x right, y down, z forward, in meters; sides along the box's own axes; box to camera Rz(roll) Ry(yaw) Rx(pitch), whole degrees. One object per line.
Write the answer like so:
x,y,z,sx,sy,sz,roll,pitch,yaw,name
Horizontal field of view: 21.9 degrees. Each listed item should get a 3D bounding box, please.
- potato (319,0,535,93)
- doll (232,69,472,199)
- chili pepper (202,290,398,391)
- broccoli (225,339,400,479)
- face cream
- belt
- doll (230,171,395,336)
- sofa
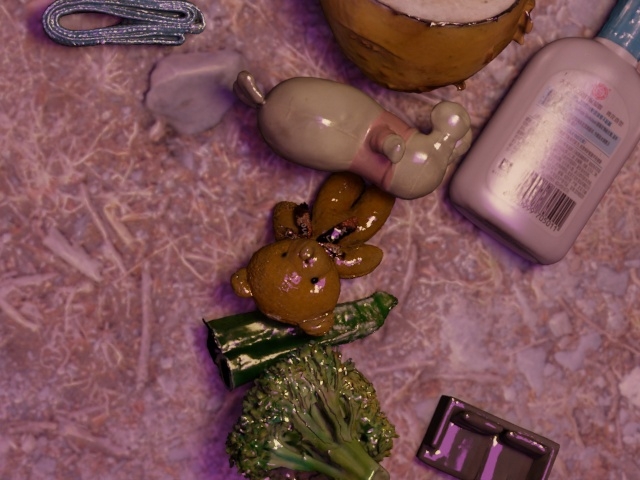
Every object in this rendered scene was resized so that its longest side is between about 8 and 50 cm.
0.095,-0.300,1.829,0.246,0.196,0.300,-13,64,-15,potato
0.032,-0.114,1.818,0.275,0.155,0.113,11,86,-3,doll
-0.015,0.096,1.865,0.226,0.059,0.088,-17,72,-17,chili pepper
0.007,0.232,1.796,0.194,0.194,0.220,-28,128,-11,broccoli
0.294,-0.146,1.915,0.163,0.080,0.337,34,83,-9,face cream
-0.217,-0.260,1.819,0.179,0.065,0.100,1,98,-14,belt
0.000,0.000,1.833,0.137,0.097,0.209,29,68,8,doll
0.194,0.244,1.906,0.147,0.060,0.085,25,86,-11,sofa
